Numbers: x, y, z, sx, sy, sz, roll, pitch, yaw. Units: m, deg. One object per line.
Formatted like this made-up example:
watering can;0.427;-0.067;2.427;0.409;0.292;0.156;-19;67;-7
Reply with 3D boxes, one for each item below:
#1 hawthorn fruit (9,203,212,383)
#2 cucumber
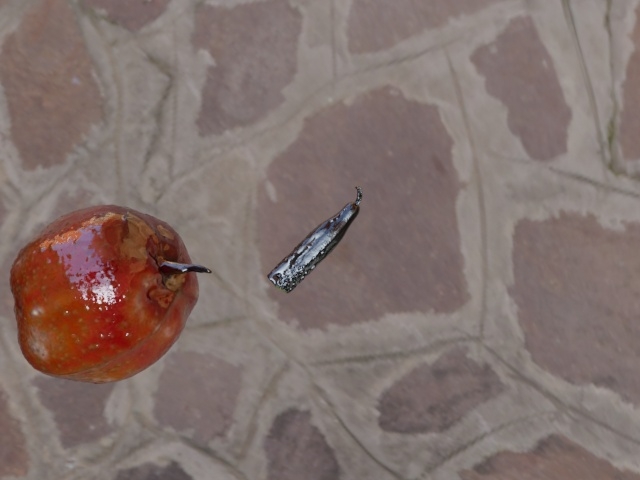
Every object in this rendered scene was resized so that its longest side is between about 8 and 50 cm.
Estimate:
hawthorn fruit;-0.276;0.073;1.600;0.300;0.254;0.254;-6;69;29
cucumber;0.000;0.000;1.448;0.163;0.043;0.039;-43;24;-2
